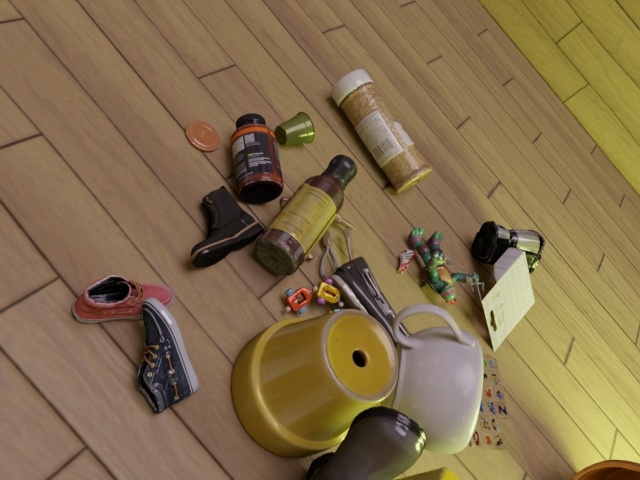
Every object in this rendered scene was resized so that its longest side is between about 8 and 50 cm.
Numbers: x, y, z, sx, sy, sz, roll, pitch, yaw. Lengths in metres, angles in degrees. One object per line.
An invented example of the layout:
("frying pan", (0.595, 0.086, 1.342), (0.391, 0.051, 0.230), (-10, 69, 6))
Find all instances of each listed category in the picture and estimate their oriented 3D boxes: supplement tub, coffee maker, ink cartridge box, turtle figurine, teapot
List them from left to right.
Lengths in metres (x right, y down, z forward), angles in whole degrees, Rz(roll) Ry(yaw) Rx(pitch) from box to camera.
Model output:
("supplement tub", (-0.146, -0.190, 1.260), (0.106, 0.106, 0.198), (9, 58, -34))
("teapot", (0.193, 0.271, 1.065), (0.187, 0.252, 0.256), (11, 74, 3))
("turtle figurine", (0.317, 0.074, 1.450), (0.175, 0.118, 0.234), (29, 28, -45))
("ink cartridge box", (0.504, 0.160, 1.541), (0.232, 0.066, 0.189), (-37, 121, -27))
("coffee maker", (0.548, 0.039, 1.640), (0.178, 0.120, 0.171), (9, 85, -19))

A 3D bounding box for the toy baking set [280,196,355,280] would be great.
("toy baking set", (0.001, -0.006, 1.316), (0.256, 0.030, 0.197), (31, 53, -11))

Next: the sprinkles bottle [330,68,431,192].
("sprinkles bottle", (0.170, -0.309, 1.577), (0.121, 0.121, 0.355), (-27, 82, -45))

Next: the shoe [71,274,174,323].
("shoe", (-0.324, 0.097, 0.950), (0.178, 0.081, 0.064), (-6, 67, -40))

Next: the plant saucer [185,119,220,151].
("plant saucer", (-0.266, -0.238, 1.262), (0.083, 0.013, 0.084), (20, 52, -28))

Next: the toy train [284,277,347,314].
("toy train", (-0.004, 0.153, 1.200), (0.125, 0.046, 0.166), (-41, 101, -23))

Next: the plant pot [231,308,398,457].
("plant pot", (0.004, 0.243, 1.006), (0.254, 0.239, 0.254), (20, 53, -28))

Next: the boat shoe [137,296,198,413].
("boat shoe", (-0.271, 0.191, 0.921), (0.083, 0.065, 0.183), (-29, 100, -43))

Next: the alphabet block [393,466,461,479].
("alphabet block", (0.192, 0.551, 0.984), (0.192, 0.197, 0.193), (43, 45, -9))

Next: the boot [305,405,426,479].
("boot", (0.033, 0.414, 0.851), (0.118, 0.338, 0.223), (32, 41, 4))

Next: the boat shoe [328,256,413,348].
("boat shoe", (0.152, 0.184, 1.233), (0.095, 0.112, 0.335), (-38, 89, -16))

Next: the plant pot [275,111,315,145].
("plant pot", (-0.069, -0.274, 1.403), (0.079, 0.083, 0.083), (-26, 80, -33))

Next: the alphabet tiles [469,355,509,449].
("alphabet tiles", (0.393, 0.393, 1.381), (0.198, 0.009, 0.237), (17, 54, -30))

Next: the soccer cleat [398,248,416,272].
("soccer cleat", (0.217, 0.053, 1.449), (0.035, 0.029, 0.083), (30, 53, 17))

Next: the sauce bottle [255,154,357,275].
("sauce bottle", (-0.018, -0.070, 1.253), (0.111, 0.111, 0.344), (43, 50, -8))

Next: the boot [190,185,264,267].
("boot", (-0.222, -0.032, 1.132), (0.137, 0.077, 0.198), (50, 31, 6))

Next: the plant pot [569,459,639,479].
("plant pot", (0.738, 0.657, 1.316), (0.203, 0.291, 0.291), (11, 55, -54))
